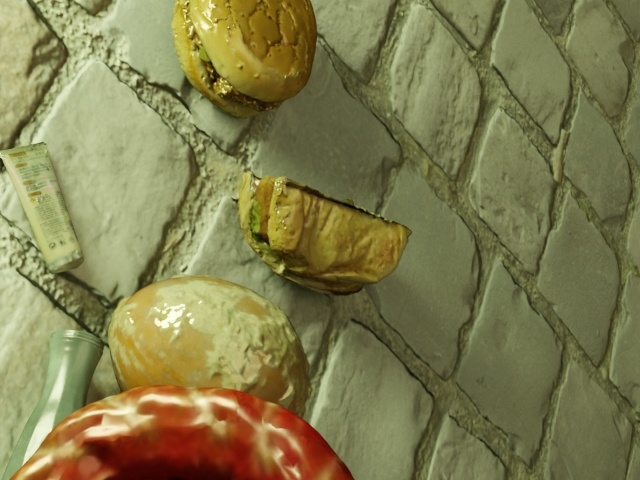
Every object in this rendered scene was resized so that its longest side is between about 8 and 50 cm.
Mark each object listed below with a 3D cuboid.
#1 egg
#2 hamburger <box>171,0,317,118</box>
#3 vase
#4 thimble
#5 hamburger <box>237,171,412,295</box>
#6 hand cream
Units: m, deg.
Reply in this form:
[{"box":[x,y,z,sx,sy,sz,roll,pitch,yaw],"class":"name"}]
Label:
[{"box":[-0.120,0.134,1.243,0.233,0.195,0.195,25,60,-20],"class":"egg"},{"box":[-0.095,-0.261,1.445,0.214,0.108,0.213,23,59,-43],"class":"hamburger"},{"box":[-0.266,0.196,1.149,0.086,0.086,0.214,34,52,-39],"class":"vase"},{"box":[-0.105,0.304,0.983,0.230,0.350,0.350,68,30,-60],"class":"thimble"},{"box":[0.000,0.000,1.481,0.262,0.124,0.130,20,84,-40],"class":"hamburger"},{"box":[-0.292,-0.033,1.213,0.061,0.039,0.143,-18,84,-43],"class":"hand cream"}]
